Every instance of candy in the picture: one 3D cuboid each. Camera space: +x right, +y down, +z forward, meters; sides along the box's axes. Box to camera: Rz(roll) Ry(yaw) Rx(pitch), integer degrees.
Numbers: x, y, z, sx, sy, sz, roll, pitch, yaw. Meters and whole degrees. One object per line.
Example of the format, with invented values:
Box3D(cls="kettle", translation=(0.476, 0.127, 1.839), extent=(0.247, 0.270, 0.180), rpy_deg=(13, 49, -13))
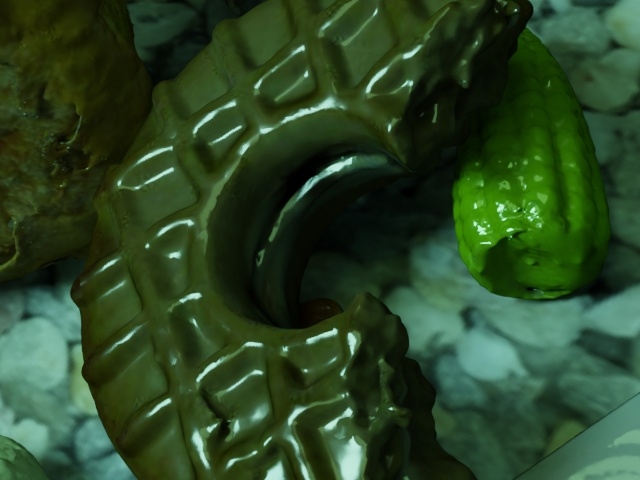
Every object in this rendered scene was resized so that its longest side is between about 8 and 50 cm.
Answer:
Box3D(cls="candy", translation=(0.128, -0.061, 0.910), extent=(0.096, 0.097, 0.210), rpy_deg=(-13, 52, 14))

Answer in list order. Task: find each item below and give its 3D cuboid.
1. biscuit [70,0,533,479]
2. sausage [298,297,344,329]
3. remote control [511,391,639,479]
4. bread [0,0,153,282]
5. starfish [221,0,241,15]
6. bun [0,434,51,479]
Box3D(cls="biscuit", translation=(-0.017, 0.008, 0.836), extent=(0.268, 0.115, 0.366), rpy_deg=(0, 66, 34))
Box3D(cls="sausage", translation=(-0.039, 0.075, 0.922), extent=(0.131, 0.039, 0.041), rpy_deg=(-23, 49, 6))
Box3D(cls="remote control", translation=(0.176, 0.149, 0.797), extent=(0.250, 0.034, 0.103), rpy_deg=(-35, 55, -2))
Box3D(cls="bread", translation=(-0.289, -0.120, 0.942), extent=(0.336, 0.358, 0.204), rpy_deg=(-21, 46, 11))
Box3D(cls="starfish", translation=(-0.051, -0.299, 1.112), extent=(0.138, 0.050, 0.247), rpy_deg=(-33, 52, 42))
Box3D(cls="bun", translation=(-0.264, 0.202, 0.874), extent=(0.220, 0.134, 0.220), rpy_deg=(-12, 56, 19))
